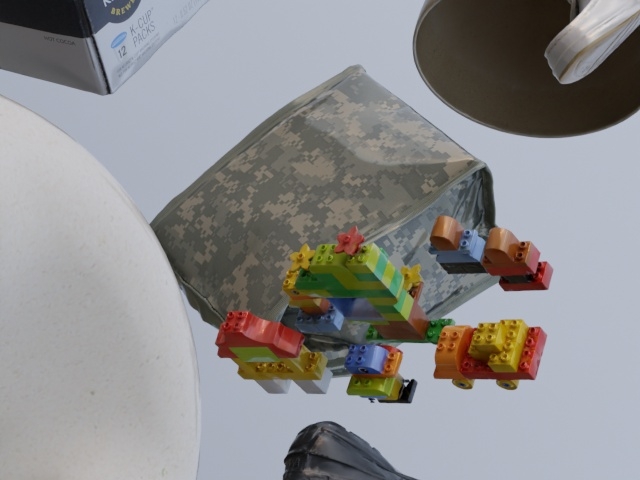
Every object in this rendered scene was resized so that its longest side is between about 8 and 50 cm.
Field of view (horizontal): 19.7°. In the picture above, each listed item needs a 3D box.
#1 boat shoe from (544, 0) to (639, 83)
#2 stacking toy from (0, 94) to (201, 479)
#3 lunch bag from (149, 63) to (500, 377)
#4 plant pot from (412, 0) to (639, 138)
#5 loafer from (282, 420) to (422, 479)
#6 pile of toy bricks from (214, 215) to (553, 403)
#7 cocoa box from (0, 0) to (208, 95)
[{"bbox_3d":[0.283,-0.250,1.810,0.096,0.277,0.098,44,-42,4],"label":"boat shoe"},{"bbox_3d":[-0.316,0.057,0.879,0.480,0.351,0.350,21,-55,47],"label":"stacking toy"},{"bbox_3d":[0.000,0.000,1.759,0.235,0.287,0.169,43,-21,45],"label":"lunch bag"},{"bbox_3d":[0.260,-0.280,2.145,0.284,0.284,0.191,109,-6,-56],"label":"plant pot"},{"bbox_3d":[0.065,0.239,1.577,0.223,0.078,0.076,32,-36,-9],"label":"loafer"},{"bbox_3d":[0.032,0.030,1.131,0.212,0.118,0.105,-3,-34,35],"label":"pile of toy bricks"},{"bbox_3d":[-0.270,-0.303,1.540,0.347,0.231,0.228,16,-43,30],"label":"cocoa box"}]
